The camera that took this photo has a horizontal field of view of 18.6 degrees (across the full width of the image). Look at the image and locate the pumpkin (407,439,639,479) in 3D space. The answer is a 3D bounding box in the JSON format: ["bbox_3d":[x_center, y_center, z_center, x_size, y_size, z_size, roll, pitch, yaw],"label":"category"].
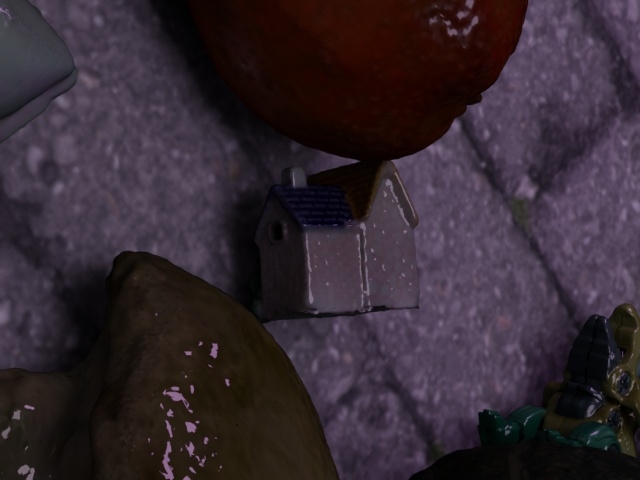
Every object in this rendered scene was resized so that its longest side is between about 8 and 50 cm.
[{"bbox_3d":[0.142,0.295,1.214,0.291,0.257,0.328,7,94,4],"label":"pumpkin"}]

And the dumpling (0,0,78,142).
[{"bbox_3d":[-0.234,-0.107,1.083,0.216,0.149,0.105,29,32,-40],"label":"dumpling"}]

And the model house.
[{"bbox_3d":[0.000,0.000,1.258,0.100,0.087,0.100,-3,86,-39],"label":"model house"}]

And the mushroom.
[{"bbox_3d":[-0.067,0.141,1.137,0.292,0.212,0.217,42,72,-22],"label":"mushroom"}]

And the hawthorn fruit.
[{"bbox_3d":[0.007,-0.174,1.210,0.253,0.205,0.205,38,65,-13],"label":"hawthorn fruit"}]

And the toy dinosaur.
[{"bbox_3d":[0.191,0.182,1.403,0.153,0.094,0.259,-17,110,-40],"label":"toy dinosaur"}]
